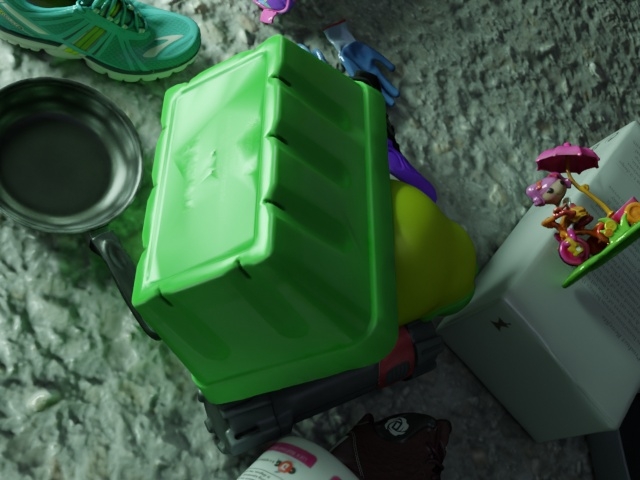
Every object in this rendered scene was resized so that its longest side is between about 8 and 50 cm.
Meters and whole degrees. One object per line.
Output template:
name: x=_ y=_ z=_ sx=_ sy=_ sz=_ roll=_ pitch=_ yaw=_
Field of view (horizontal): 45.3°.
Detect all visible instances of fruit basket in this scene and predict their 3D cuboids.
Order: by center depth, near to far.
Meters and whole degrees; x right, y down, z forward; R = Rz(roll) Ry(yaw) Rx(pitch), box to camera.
fruit basket: x=0.000 y=0.000 z=0.879 sx=0.392 sy=0.282 sz=0.392 roll=41 pitch=39 yaw=-45

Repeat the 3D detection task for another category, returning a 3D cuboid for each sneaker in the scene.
sneaker: x=0.137 y=0.285 z=0.874 sx=0.281 sy=0.106 sz=0.162 roll=29 pitch=54 yaw=24
sneaker: x=-0.275 y=-0.273 z=0.944 sx=0.275 sy=0.110 sz=0.107 roll=6 pitch=67 yaw=-26
sneaker: x=0.059 y=-0.156 z=1.055 sx=0.293 sy=0.102 sz=0.146 roll=33 pitch=75 yaw=-13

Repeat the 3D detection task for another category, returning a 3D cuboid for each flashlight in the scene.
flashlight: x=0.003 y=0.158 z=0.930 sx=0.303 sy=0.103 sz=0.103 roll=-16 pitch=82 yaw=-27

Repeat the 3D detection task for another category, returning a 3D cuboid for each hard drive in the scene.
hard drive: x=0.484 y=0.351 z=1.123 sx=0.171 sy=0.054 sz=0.255 roll=0 pitch=70 yaw=-27

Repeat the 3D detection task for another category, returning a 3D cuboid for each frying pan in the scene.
frying pan: x=-0.257 y=-0.054 z=0.899 sx=0.326 sy=0.053 sz=0.197 roll=43 pitch=57 yaw=-8

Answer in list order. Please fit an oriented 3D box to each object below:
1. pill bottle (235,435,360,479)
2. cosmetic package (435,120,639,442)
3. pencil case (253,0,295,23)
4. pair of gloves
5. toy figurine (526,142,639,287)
pill bottle: x=-0.078 y=0.347 z=0.765 sx=0.283 sy=0.160 sz=0.160 roll=-39 pitch=91 yaw=-34
cosmetic package: x=0.398 y=0.050 z=1.135 sx=0.230 sy=0.161 sz=0.453 roll=48 pitch=56 yaw=-3
pencil case: x=-0.023 y=-0.428 z=1.150 sx=0.104 sy=0.104 sz=0.236 roll=45 pitch=59 yaw=-5
pair of gloves: x=0.029 y=-0.245 z=1.146 sx=0.198 sy=0.023 sz=0.159 roll=-35 pitch=90 yaw=-33
toy figurine: x=0.333 y=-0.048 z=1.001 sx=0.173 sy=0.130 sz=0.159 roll=-34 pitch=72 yaw=-9
